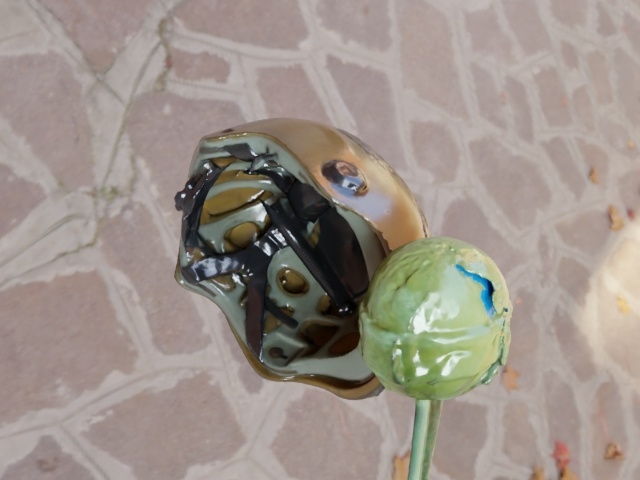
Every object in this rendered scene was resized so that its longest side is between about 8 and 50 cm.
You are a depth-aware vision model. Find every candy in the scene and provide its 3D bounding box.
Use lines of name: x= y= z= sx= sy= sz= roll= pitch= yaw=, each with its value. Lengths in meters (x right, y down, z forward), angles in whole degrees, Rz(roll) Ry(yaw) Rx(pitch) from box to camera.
candy: x=0.058 y=0.154 z=0.569 sx=0.093 sy=0.092 sz=0.336 roll=-92 pitch=-174 yaw=-67

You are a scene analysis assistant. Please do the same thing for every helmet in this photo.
helmet: x=0.000 y=0.000 z=0.674 sx=0.224 sy=0.198 sz=0.130 roll=36 pitch=45 yaw=20
